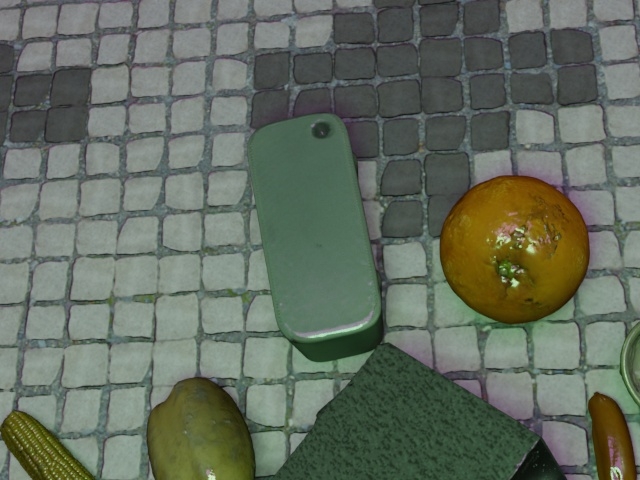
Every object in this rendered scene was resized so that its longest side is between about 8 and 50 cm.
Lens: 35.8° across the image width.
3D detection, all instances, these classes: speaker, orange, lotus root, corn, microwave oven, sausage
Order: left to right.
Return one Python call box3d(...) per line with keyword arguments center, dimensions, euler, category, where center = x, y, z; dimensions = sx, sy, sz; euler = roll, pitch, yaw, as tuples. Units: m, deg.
box3d(center=(-0.466, 0.380, 1.690), dimensions=(0.231, 0.080, 0.080), euler=(39, 79, 20), category="corn")
box3d(center=(-0.183, 0.348, 1.560), dimensions=(0.169, 0.151, 0.343), euler=(-47, 32, 8), category="lotus root")
box3d(center=(0.000, 0.000, 1.710), dimensions=(0.183, 0.184, 0.406), euler=(-12, 67, 4), category="speaker")
box3d(center=(0.101, 0.422, 1.452), dimensions=(0.374, 0.236, 0.432), euler=(28, 73, 41), category="microwave oven")
box3d(center=(0.319, 0.014, 1.633), dimensions=(0.246, 0.246, 0.246), euler=(-3, 68, 8), category="orange")
box3d(center=(0.466, 0.326, 1.577), dimensions=(0.062, 0.054, 0.183), euler=(8, 64, -18), category="sausage")

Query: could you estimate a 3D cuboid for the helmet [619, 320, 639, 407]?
box3d(center=(0.596, 0.207, 1.556), dimensions=(0.257, 0.137, 0.204), euler=(12, 82, 11), category="helmet")
